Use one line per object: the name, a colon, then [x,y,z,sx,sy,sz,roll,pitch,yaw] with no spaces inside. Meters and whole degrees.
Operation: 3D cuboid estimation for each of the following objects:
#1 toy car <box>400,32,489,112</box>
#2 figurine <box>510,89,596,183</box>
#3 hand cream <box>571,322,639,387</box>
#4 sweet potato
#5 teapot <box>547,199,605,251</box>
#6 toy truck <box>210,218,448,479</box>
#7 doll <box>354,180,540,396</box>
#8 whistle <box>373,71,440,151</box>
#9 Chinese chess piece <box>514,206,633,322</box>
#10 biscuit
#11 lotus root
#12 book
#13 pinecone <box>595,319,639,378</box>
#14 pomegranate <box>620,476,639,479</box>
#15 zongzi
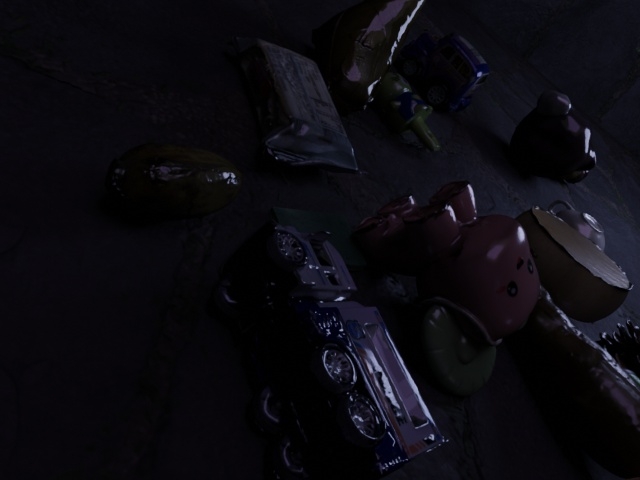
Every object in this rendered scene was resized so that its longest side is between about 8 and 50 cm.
toy car: [0.337,-0.470,1.407,0.235,0.158,0.172,49,36,7]
figurine: [0.713,-0.271,1.519,0.365,0.206,0.218,3,60,-42]
hand cream: [0.465,0.180,0.935,0.079,0.050,0.275,49,6,-38]
sweet potato: [0.399,0.190,0.844,0.131,0.130,0.422,10,42,-37]
teapot: [0.643,-0.024,1.312,0.145,0.092,0.226,21,39,-29]
toy truck: [0.004,0.116,0.549,0.155,0.124,0.267,6,52,-49]
doll: [0.205,0.058,0.771,0.284,0.216,0.268,-36,106,-37]
whistle: [0.187,-0.286,1.146,0.105,0.085,0.227,-14,65,-55]
Chinese chess piece: [0.487,0.045,1.049,0.257,0.104,0.257,28,28,-16]
biscuit: [-0.048,-0.230,0.879,0.186,0.079,0.309,7,50,-36]
lotus root: [-0.163,-0.066,0.605,0.179,0.080,0.089,-5,44,-50]
book: [0.000,0.000,0.745,0.135,0.017,0.103,5,50,-40]
pinecone: [0.592,0.217,0.955,0.163,0.165,0.162,25,34,-18]
pomegranate: [0.412,0.375,0.612,0.207,0.207,0.207,25,40,-23]
zongzi: [0.124,-0.400,1.028,0.145,0.300,0.273,43,31,-35]
